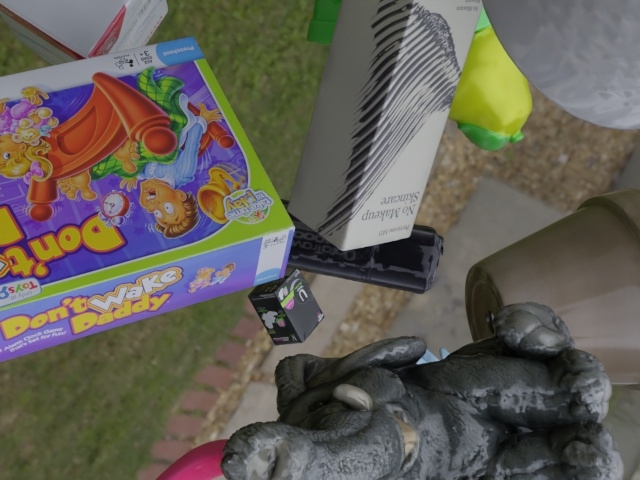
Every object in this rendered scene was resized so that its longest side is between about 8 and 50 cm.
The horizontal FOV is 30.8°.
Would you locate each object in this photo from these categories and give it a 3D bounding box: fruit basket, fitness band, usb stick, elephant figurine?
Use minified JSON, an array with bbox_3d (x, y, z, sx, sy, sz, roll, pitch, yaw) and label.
[{"bbox_3d":[0.194,-0.326,1.810,0.392,0.283,0.392,-14,110,-42],"label":"fruit basket"},{"bbox_3d":[-0.126,0.323,1.318,0.054,0.290,0.209,46,66,-25],"label":"fitness band"},{"bbox_3d":[0.000,0.000,1.315,0.045,0.278,0.077,-49,149,-87],"label":"usb stick"},{"bbox_3d":[0.038,0.117,0.686,0.239,0.169,0.186,-3,129,-17],"label":"elephant figurine"}]

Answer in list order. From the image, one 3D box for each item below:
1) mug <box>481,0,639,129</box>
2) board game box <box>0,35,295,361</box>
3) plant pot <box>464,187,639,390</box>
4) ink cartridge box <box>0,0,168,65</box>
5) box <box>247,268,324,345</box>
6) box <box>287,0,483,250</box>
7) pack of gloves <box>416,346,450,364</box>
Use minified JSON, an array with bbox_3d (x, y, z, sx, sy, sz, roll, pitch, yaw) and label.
[{"bbox_3d":[0.286,-0.291,0.855,0.276,0.374,0.328,-46,-168,-26],"label":"mug"},{"bbox_3d":[-0.227,-0.033,0.981,0.347,0.233,0.078,-17,149,-22],"label":"board game box"},{"bbox_3d":[0.389,0.100,1.831,0.280,0.323,0.323,-12,140,-12],"label":"plant pot"},{"bbox_3d":[-0.248,-0.249,1.217,0.128,0.127,0.176,-58,180,-8],"label":"ink cartridge box"},{"bbox_3d":[-0.044,0.087,1.533,0.062,0.052,0.083,-47,118,-43],"label":"box"},{"bbox_3d":[0.062,-0.134,1.159,0.113,0.094,0.275,-12,127,-42],"label":"box"},{"bbox_3d":[0.146,0.274,1.617,0.195,0.232,0.046,-36,172,2],"label":"pack of gloves"}]
